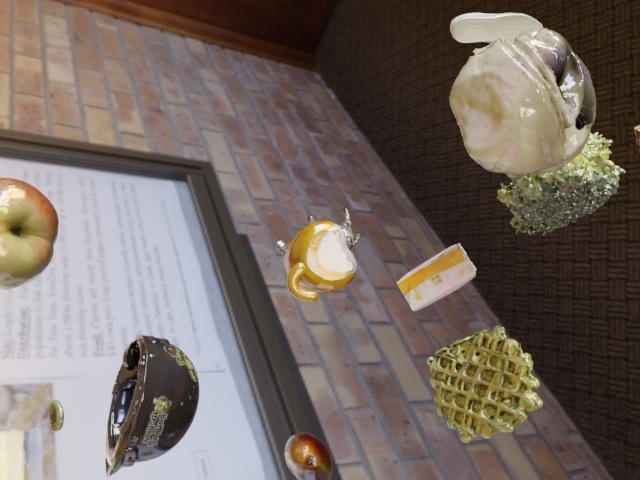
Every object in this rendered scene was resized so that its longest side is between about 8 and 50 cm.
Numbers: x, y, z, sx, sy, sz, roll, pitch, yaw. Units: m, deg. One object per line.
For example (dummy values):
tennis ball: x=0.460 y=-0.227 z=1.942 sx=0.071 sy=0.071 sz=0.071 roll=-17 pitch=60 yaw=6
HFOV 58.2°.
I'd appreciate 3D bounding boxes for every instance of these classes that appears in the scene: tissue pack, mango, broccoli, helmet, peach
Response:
tissue pack: x=0.374 y=0.116 z=1.837 sx=0.225 sy=0.185 sz=0.124 roll=-34 pitch=85 yaw=14
mango: x=-0.031 y=0.574 z=1.504 sx=0.133 sy=0.111 sz=0.268 roll=30 pitch=153 yaw=25
broccoli: x=0.580 y=-0.170 z=1.504 sx=0.293 sy=0.347 sz=0.281 roll=-37 pitch=59 yaw=48
helmet: x=-0.335 y=0.337 z=1.168 sx=0.230 sy=0.160 sz=0.279 roll=17 pitch=94 yaw=63
peach: x=-0.630 y=-0.010 z=1.121 sx=0.232 sy=0.232 sz=0.233 roll=-13 pitch=75 yaw=57

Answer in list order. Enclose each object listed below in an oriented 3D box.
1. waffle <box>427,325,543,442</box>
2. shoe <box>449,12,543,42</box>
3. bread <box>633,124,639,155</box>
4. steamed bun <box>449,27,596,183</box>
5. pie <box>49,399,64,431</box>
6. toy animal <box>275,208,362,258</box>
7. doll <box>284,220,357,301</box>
waffle: x=0.458 y=0.407 z=1.639 sx=0.317 sy=0.073 sz=0.297 roll=-34 pitch=58 yaw=25
shoe: x=0.497 y=-0.612 z=1.650 sx=0.110 sy=0.264 sz=0.095 roll=-101 pitch=15 yaw=-60
bread: x=0.586 y=-0.159 z=0.943 sx=0.156 sy=0.086 sz=0.125 roll=58 pitch=-168 yaw=-79
steamed bun: x=0.393 y=-0.269 z=1.067 sx=0.206 sy=0.275 sz=0.320 roll=-35 pitch=27 yaw=43
pie: x=-0.708 y=0.468 z=1.534 sx=0.084 sy=0.021 sz=0.084 roll=-3 pitch=86 yaw=43
toy animal: x=-0.008 y=-0.009 z=1.694 sx=0.170 sy=0.255 sz=0.090 roll=-119 pitch=14 yaw=-50
doll: x=-0.006 y=0.048 z=1.359 sx=0.269 sy=0.162 sz=0.167 roll=96 pitch=156 yaw=-86
